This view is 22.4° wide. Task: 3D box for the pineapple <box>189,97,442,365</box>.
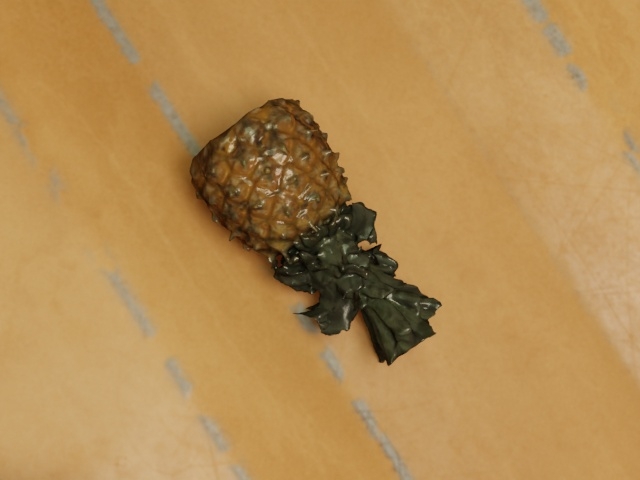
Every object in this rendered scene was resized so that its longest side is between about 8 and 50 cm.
[{"bbox_3d":[0.001,-0.001,1.389,0.128,0.128,0.248,-39,92,-14],"label":"pineapple"}]
